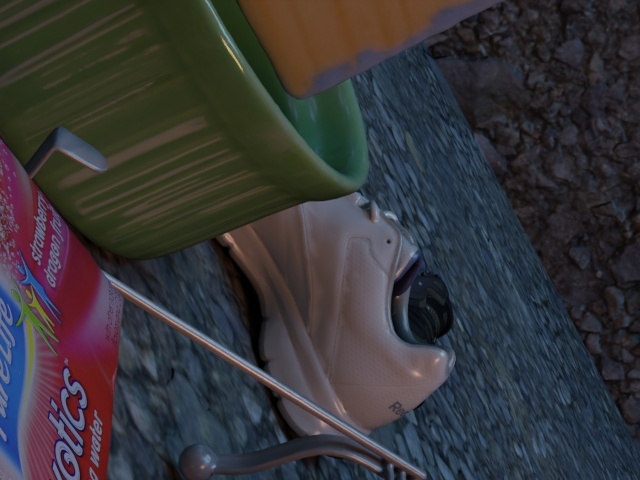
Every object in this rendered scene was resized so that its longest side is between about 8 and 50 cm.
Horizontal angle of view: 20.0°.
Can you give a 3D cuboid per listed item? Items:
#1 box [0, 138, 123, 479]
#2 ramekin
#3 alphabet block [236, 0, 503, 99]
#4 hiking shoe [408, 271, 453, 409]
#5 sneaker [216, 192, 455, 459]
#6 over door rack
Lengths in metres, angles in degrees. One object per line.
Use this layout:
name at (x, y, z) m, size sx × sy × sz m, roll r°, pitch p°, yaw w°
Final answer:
box at (-0.151, 0.068, 0.583) m, size 0.128 × 0.123 × 0.257 m, roll 56°, pitch 15°, yaw -28°
ramekin at (-0.105, -0.136, 1.086) m, size 0.303 × 0.148 × 0.303 m, roll 58°, pitch 15°, yaw -25°
alphabet block at (0.027, -0.223, 1.009) m, size 0.197 × 0.193 × 0.192 m, roll 60°, pitch 13°, yaw -17°
hiking shoe at (0.054, 0.085, 1.478) m, size 0.227 × 0.086 × 0.114 m, roll 12°, pitch 67°, yaw -67°
sneaker at (0.000, 0.000, 1.284) m, size 0.297 × 0.129 × 0.111 m, roll 66°, pitch 15°, yaw 13°
over door rack at (-0.062, 0.130, 0.881) m, size 0.324 × 0.108 × 0.239 m, roll 46°, pitch 21°, yaw -25°
